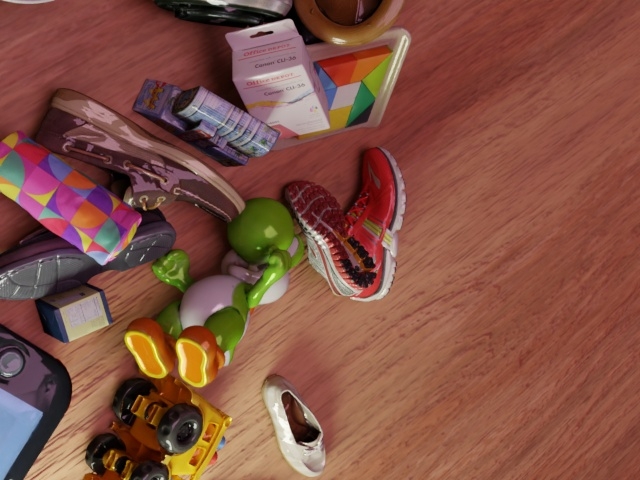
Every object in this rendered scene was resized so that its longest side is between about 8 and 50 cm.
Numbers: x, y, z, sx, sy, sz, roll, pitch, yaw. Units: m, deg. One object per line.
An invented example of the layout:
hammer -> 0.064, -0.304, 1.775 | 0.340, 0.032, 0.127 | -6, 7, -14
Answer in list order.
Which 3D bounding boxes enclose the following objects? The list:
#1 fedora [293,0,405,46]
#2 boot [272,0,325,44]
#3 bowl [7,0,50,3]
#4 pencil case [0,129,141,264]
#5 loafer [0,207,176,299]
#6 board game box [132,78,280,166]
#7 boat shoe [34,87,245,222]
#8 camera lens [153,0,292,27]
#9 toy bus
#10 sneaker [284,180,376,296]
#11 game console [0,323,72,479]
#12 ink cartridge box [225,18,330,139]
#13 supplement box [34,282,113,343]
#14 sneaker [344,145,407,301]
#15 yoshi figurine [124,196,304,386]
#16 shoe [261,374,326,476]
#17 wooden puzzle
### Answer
fedora -> 0.047, -0.400, 1.808 | 0.194, 0.079, 0.194 | 0, 95, 2
boot -> 0.094, -0.548, 1.940 | 0.367, 0.146, 0.445 | -4, 97, -27
bowl -> -0.433, -0.472, 1.583 | 0.298, 0.134, 0.298 | -6, 100, -35
pencil case -> -0.374, -0.061, 1.654 | 0.236, 0.104, 0.104 | 35, 75, -2
loafer -> -0.371, 0.008, 1.746 | 0.302, 0.095, 0.109 | -16, 150, -31
board game box -> -0.187, -0.186, 1.798 | 0.194, 0.194, 0.060 | 28, 81, -21
boat shoe -> -0.276, -0.099, 1.758 | 0.342, 0.123, 0.123 | 31, 80, -27
camera lens -> -0.142, -0.468, 1.740 | 0.219, 0.219, 0.274 | 2, 96, -36
toy bus -> -0.245, 0.340, 1.858 | 0.211, 0.149, 0.220 | 39, 76, -50
sneaker -> 0.000, 0.000, 1.977 | 0.088, 0.093, 0.225 | -24, 81, -40
game console -> -0.575, 0.278, 1.649 | 0.342, 0.060, 0.386 | 40, 74, -33
ink cartridge box -> -0.067, -0.246, 1.790 | 0.198, 0.115, 0.067 | 62, 19, -52
supplement box -> -0.375, 0.108, 1.748 | 0.083, 0.083, 0.056 | -23, 111, -30
sneaker -> 0.078, -0.031, 2.045 | 0.118, 0.107, 0.279 | 4, 91, -22
yoshi figurine -> -0.148, 0.055, 1.829 | 0.203, 0.203, 0.362 | 44, 46, -2
shoe -> -0.041, 0.337, 2.040 | 0.076, 0.058, 0.219 | -37, 117, -25
wooden puzzle -> 0.031, -0.250, 1.936 | 0.239, 0.044, 0.221 | -14, 143, -31
